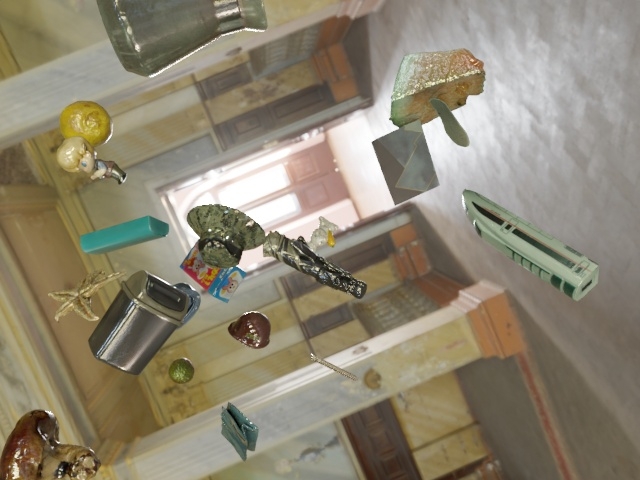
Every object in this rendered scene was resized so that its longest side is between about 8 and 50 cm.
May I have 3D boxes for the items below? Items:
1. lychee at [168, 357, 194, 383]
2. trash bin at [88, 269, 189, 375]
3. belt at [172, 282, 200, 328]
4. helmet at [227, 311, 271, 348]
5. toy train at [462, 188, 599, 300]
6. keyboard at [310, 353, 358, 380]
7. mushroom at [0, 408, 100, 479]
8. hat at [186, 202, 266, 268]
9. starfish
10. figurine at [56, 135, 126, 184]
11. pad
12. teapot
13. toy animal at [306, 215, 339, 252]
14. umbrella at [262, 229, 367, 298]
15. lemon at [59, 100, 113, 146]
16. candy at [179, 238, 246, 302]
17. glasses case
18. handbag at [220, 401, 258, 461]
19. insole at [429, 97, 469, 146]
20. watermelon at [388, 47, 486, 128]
[{"bbox_3d":[-0.604,0.569,2.552,0.146,0.114,0.114,119,128,-87],"label":"lychee"},{"bbox_3d":[-0.558,0.250,1.812,0.209,0.290,0.182,37,177,-37],"label":"trash bin"},{"bbox_3d":[-0.551,0.253,2.238,0.082,0.190,0.141,30,164,44],"label":"belt"},{"bbox_3d":[-0.267,0.332,2.305,0.155,0.175,0.106,-76,7,-65],"label":"helmet"},{"bbox_3d":[0.483,-0.001,1.455,0.407,0.088,0.086,40,167,38],"label":"toy train"},{"bbox_3d":[0.044,0.414,1.909,0.166,0.017,0.055,27,173,-4],"label":"keyboard"},{"bbox_3d":[-0.737,0.611,1.566,0.255,0.267,0.267,32,179,-2],"label":"mushroom"},{"bbox_3d":[-0.290,0.011,1.729,0.265,0.266,0.128,70,-155,-56],"label":"hat"},{"bbox_3d":[-0.696,0.156,1.755,0.295,0.231,0.048,14,139,45],"label":"starfish"},{"bbox_3d":[-0.668,-0.222,1.716,0.196,0.108,0.114,34,177,-22],"label":"figurine"},{"bbox_3d":[0.265,-0.234,1.802,0.004,0.164,0.242,-117,2,-59],"label":"pad"},{"bbox_3d":[-0.314,-0.546,1.323,0.300,0.344,0.253,82,167,-63],"label":"teapot"},{"bbox_3d":[0.000,0.000,2.547,0.131,0.181,0.127,35,153,2],"label":"toy animal"},{"bbox_3d":[-0.013,0.069,1.828,0.358,0.106,0.113,27,-157,13],"label":"umbrella"},{"bbox_3d":[-0.792,-0.393,1.987,0.207,0.170,0.169,11,126,65],"label":"lemon"},{"bbox_3d":[-0.456,0.124,2.479,0.306,0.157,0.100,29,174,46],"label":"candy"},{"bbox_3d":[-0.694,-0.011,2.086,0.117,0.301,0.070,29,-132,-63],"label":"glasses case"},{"bbox_3d":[-0.274,0.630,1.942,0.144,0.057,0.221,39,146,22],"label":"handbag"},{"bbox_3d":[0.365,-0.325,1.642,0.080,0.003,0.232,23,168,40],"label":"insole"},{"bbox_3d":[0.336,-0.465,1.759,0.264,0.302,0.151,24,-131,-68],"label":"watermelon"}]
